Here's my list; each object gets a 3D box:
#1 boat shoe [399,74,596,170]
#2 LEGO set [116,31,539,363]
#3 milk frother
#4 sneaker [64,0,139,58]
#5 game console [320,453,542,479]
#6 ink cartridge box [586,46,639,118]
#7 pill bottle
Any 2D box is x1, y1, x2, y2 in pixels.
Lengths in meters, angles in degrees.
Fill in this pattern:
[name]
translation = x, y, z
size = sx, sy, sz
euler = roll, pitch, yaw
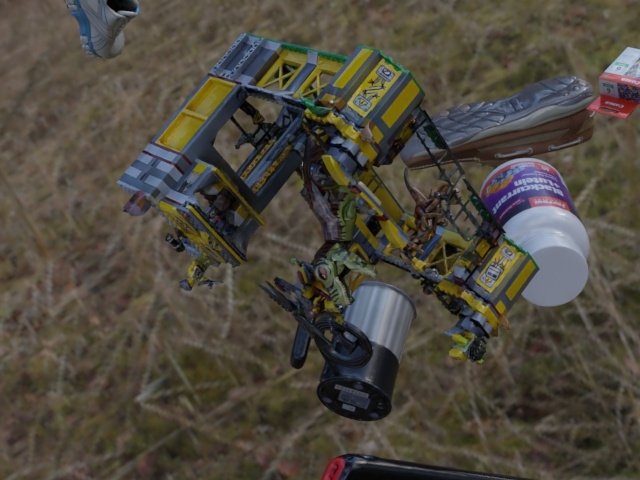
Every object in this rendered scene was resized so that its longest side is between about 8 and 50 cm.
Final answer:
[boat shoe]
translation = 0.289, -0.162, 1.945
size = 0.324, 0.116, 0.123
euler = -15, 29, 11
[LEGO set]
translation = 0.000, 0.000, 0.953
size = 0.255, 0.331, 0.192
euler = 27, 73, 39
[milk frother]
translation = 0.046, 0.098, 1.305
size = 0.143, 0.129, 0.134
euler = -47, 20, 50
[sneaker]
translation = -0.274, -0.292, 1.577
size = 0.083, 0.190, 0.071
euler = 10, 71, 8
[game console]
translation = 0.140, 0.409, 1.273
size = 0.060, 0.386, 0.342
euler = 13, 90, 65
[ink cartridge box]
translation = 0.403, -0.207, 1.582
size = 0.063, 0.029, 0.115
euler = 21, 52, 38
[pill bottle]
translation = 0.248, -0.008, 1.389
size = 0.108, 0.108, 0.193
euler = -25, 28, 11
